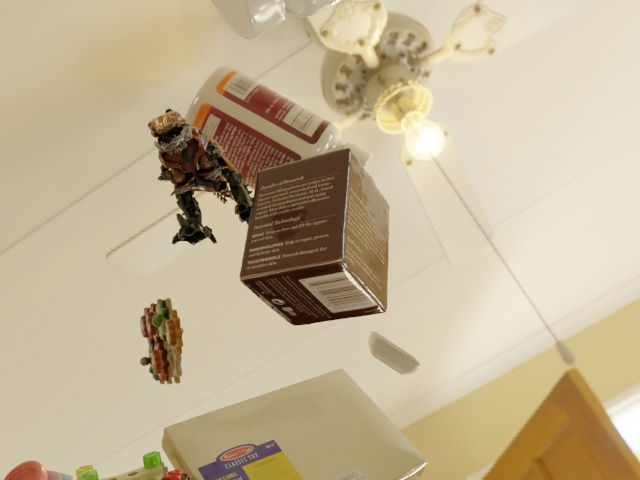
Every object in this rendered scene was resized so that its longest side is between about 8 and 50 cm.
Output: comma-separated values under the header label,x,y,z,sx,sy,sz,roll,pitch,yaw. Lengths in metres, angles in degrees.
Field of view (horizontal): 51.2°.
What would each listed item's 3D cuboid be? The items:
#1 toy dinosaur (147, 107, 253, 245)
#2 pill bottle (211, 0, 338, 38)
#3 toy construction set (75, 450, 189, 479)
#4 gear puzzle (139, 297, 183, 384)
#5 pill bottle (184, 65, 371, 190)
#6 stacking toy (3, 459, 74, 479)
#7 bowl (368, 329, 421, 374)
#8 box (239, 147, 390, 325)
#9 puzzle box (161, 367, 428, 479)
label,x,y,z,sx,sy,sz,roll,pitch,yaw
toy dinosaur,-0.202,-0.121,1.193,0.164,0.218,0.322,-30,-15,23
pill bottle,0.003,-0.277,0.592,0.221,0.121,0.121,-34,-35,-12
toy construction set,-0.302,0.431,0.996,0.215,0.327,0.151,-10,-73,0
gear puzzle,-0.327,0.209,1.366,0.044,0.175,0.339,-7,-9,-25
pill bottle,-0.098,-0.209,1.524,0.392,0.224,0.224,30,-52,2
stacking toy,-0.603,0.617,1.318,0.280,0.308,0.130,-32,-54,25
bowl,0.179,0.288,1.687,0.053,0.142,0.142,-57,1,-3
box,0.000,0.000,1.027,0.167,0.203,0.168,-12,-37,25
puzzle box,-0.043,0.383,1.201,0.409,0.272,0.052,-10,-51,-36
